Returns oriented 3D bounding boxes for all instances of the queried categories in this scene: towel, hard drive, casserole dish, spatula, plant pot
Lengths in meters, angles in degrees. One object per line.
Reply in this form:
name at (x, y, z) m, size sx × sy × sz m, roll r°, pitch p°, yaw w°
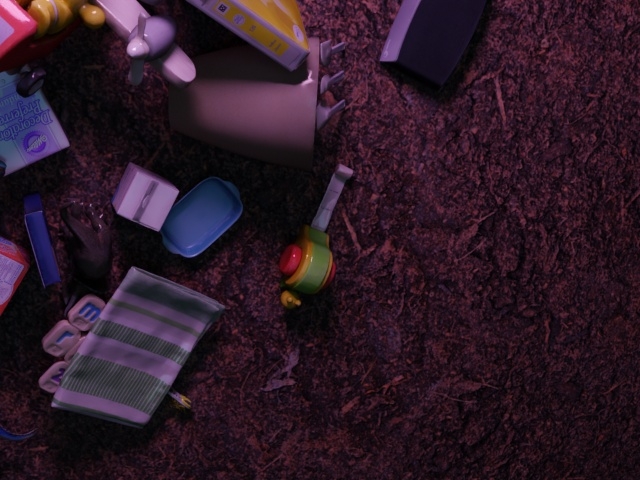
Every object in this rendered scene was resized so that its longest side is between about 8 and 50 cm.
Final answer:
towel at (-0.365, 0.226, 1.750) m, size 0.248 × 0.038 × 0.324 m, roll 28°, pitch 101°, yaw -43°
hard drive at (0.249, -0.461, 1.842) m, size 0.172 × 0.054 × 0.254 m, roll 24°, pitch 95°, yaw -23°
casserole dish at (-0.248, -0.051, 1.787) m, size 0.188 × 0.037 × 0.114 m, roll -43°, pitch 113°, yaw -5°
spatula at (0.021, -0.312, 1.719) m, size 0.019 × 0.242 × 0.168 m, roll 2°, pitch 106°, yaw 11°
plant pot at (-0.147, -0.270, 1.670) m, size 0.274 × 0.256 × 0.256 m, roll 4°, pitch 103°, yaw -3°

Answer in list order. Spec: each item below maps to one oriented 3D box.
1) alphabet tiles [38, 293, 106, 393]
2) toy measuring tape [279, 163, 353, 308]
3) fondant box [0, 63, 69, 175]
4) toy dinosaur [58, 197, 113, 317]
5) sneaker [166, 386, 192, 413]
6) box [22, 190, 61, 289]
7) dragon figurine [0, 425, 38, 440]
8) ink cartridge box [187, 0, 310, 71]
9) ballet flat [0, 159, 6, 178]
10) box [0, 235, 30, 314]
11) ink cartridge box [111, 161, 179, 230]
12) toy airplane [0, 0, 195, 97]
alphabet tiles at (-0.418, 0.218, 1.750) m, size 0.278 × 0.021 × 0.284 m, roll -46°, pitch 136°, yaw -1°
toy measuring tape at (0.000, 0.000, 1.845) m, size 0.121 × 0.121 × 0.330 m, roll 23°, pitch 95°, yaw -23°
fondant box at (-0.635, -0.272, 1.560) m, size 0.238 × 0.096 × 0.330 m, roll -27°, pitch 112°, yaw -10°
toy dinosaur at (-0.434, 0.013, 1.647) m, size 0.121 × 0.313 × 0.160 m, roll -13°, pitch 70°, yaw -27°
sneaker at (-0.315, 0.344, 1.870) m, size 0.083 × 0.031 × 0.035 m, roll 41°, pitch 99°, yaw -17°
box at (-0.514, -0.003, 1.602) m, size 0.037 × 0.225 × 0.136 m, roll -15°, pitch 109°, yaw -15°
dragon figurine at (-0.691, 0.320, 1.694) m, size 0.289 × 0.085 × 0.144 m, roll 16°, pitch 107°, yaw -14°
ink cartridge box at (-0.166, -0.471, 1.545) m, size 0.307 × 0.303 × 0.072 m, roll 32°, pitch 120°, yaw -32°
ballet flat at (-0.642, -0.161, 1.500) m, size 0.203 × 0.074 × 0.074 m, roll 40°, pitch 89°, yaw -26°
box at (-0.666, 0.110, 1.635) m, size 0.128 × 0.123 × 0.256 m, roll 30°, pitch 93°, yaw -23°
ink cartridge box at (-0.341, -0.084, 1.686) m, size 0.090 × 0.143 × 0.092 m, roll 25°, pitch 95°, yaw -23°
toy airplane at (-0.402, -0.441, 1.453) m, size 0.386 × 0.272 × 0.384 m, roll 1°, pitch 71°, yaw -27°
